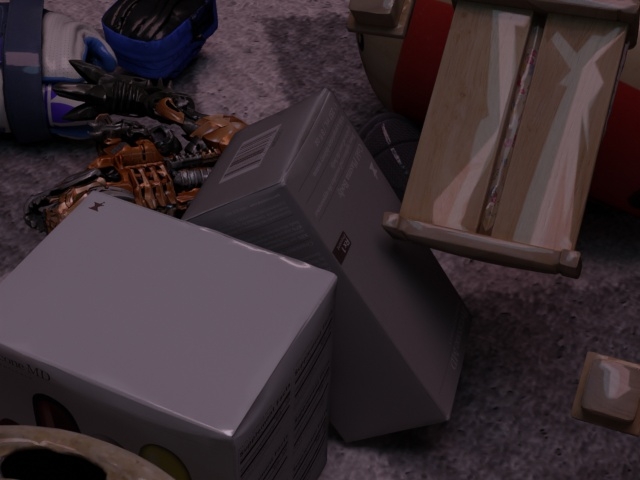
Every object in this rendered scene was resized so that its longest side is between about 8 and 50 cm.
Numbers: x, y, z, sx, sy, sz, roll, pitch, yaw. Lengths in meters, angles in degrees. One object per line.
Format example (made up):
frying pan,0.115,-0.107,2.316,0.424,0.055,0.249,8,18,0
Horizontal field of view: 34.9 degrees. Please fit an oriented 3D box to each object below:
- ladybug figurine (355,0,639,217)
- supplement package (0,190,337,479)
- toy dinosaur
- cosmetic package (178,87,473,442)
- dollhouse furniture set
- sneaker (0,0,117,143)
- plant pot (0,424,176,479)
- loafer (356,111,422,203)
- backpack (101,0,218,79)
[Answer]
ladybug figurine,0.223,-0.143,0.977,0.449,0.162,0.305,26,3,21
supplement package,-0.107,0.110,0.702,0.194,0.203,0.149,18,45,17
toy dinosaur,-0.117,-0.054,0.888,0.218,0.164,0.322,16,6,38
cosmetic package,0.014,0.025,0.769,0.107,0.238,0.127,-21,30,32
dollhouse furniture set,0.168,-0.010,0.766,0.356,0.174,0.303,14,80,19
sneaker,-0.342,-0.141,1.012,0.236,0.130,0.323,11,38,15
plant pot,-0.135,0.261,0.461,0.334,0.305,0.333,2,43,-2
loafer,0.000,0.000,0.930,0.109,0.095,0.302,44,55,-2
backpack,-0.179,-0.232,1.144,0.098,0.101,0.120,20,49,20
